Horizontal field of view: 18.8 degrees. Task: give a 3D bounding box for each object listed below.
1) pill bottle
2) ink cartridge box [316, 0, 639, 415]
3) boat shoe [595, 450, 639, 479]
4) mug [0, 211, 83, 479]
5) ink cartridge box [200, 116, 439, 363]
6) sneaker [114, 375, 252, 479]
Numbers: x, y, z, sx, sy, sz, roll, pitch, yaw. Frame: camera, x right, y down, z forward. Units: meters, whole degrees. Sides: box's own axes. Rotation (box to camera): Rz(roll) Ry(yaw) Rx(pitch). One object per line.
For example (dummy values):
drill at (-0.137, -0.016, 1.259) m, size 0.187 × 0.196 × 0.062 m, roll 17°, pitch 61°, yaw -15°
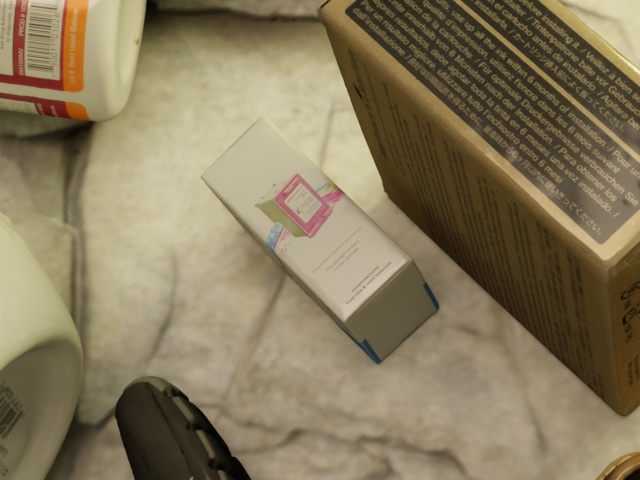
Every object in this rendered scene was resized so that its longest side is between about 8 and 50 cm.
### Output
pill bottle at (-0.218, -0.141, 1.118) m, size 0.221 × 0.121 × 0.121 m, roll 8°, pitch 71°, yaw 2°
ink cartridge box at (0.109, -0.033, 0.968) m, size 0.088 × 0.235 × 0.193 m, roll -42°, pitch 68°, yaw -6°
boat shoe at (0.279, 0.169, 0.918) m, size 0.324 × 0.116 × 0.123 m, roll 9°, pitch 72°, yaw 15°
mug at (-0.301, 0.015, 0.962) m, size 0.328 × 0.374 × 0.276 m, roll 28°, pitch 59°, yaw 15°
ink cartridge box at (0.000, 0.000, 1.056) m, size 0.052 × 0.088 × 0.122 m, roll -43°, pitch 67°, yaw -3°
sneaker at (-0.061, 0.194, 0.989) m, size 0.106 × 0.101 × 0.267 m, roll -27°, pitch 66°, yaw 3°
